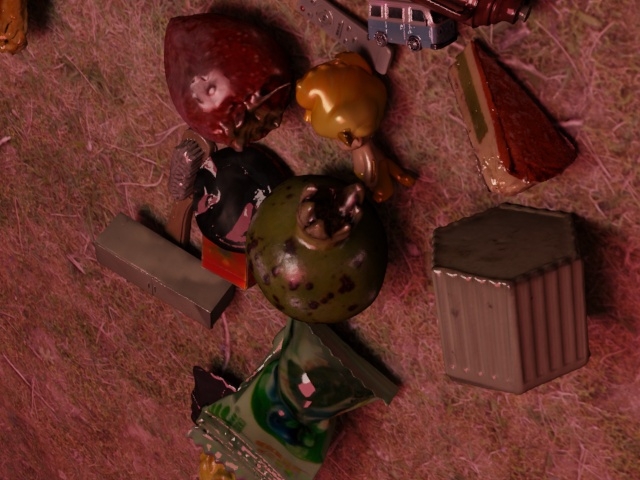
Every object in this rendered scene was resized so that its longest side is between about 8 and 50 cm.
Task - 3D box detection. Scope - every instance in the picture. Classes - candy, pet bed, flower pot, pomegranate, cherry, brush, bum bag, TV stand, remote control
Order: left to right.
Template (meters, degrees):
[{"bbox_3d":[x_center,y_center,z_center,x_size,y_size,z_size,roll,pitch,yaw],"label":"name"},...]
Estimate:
[{"bbox_3d":[-0.299,0.059,2.170,0.269,0.088,0.083,30,151,12],"label":"TV stand"},{"bbox_3d":[-0.262,-0.074,2.101,0.070,0.065,0.327,37,138,15],"label":"brush"},{"bbox_3d":[-0.220,0.348,2.365,0.123,0.060,0.248,37,139,18],"label":"bum bag"},{"bbox_3d":[-0.154,-0.266,1.779,0.249,0.175,0.192,44,129,11],"label":"cherry"},{"bbox_3d":[-0.135,-0.071,1.947,0.201,0.053,0.201,3,98,24],"label":"pet bed"},{"bbox_3d":[-0.060,0.312,2.070,0.263,0.172,0.398,42,113,9],"label":"candy"},{"bbox_3d":[0.009,0.015,1.761,0.242,0.242,0.306,60,166,-10],"label":"pomegranate"},{"bbox_3d":[0.039,-0.317,1.684,0.184,0.027,0.050,40,141,20],"label":"remote control"},{"bbox_3d":[0.272,0.079,1.617,0.209,0.239,0.190,-5,117,11],"label":"flower pot"}]

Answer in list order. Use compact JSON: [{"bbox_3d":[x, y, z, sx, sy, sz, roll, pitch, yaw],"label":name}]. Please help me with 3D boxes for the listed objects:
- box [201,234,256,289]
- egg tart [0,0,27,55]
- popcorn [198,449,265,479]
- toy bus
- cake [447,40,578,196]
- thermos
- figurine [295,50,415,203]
[{"bbox_3d":[-0.161,-0.007,2.065,0.112,0.048,0.175,26,132,24],"label":"box"},{"bbox_3d":[-0.626,-0.509,2.066,0.341,0.129,0.341,24,133,28],"label":"egg tart"},{"bbox_3d":[-0.136,0.469,2.277,0.181,0.216,0.235,49,121,52],"label":"popcorn"},{"bbox_3d":[0.127,-0.310,1.582,0.123,0.060,0.075,16,125,37],"label":"toy bus"},{"bbox_3d":[0.236,-0.155,1.552,0.220,0.116,0.086,48,145,3],"label":"cake"},{"bbox_3d":[0.167,-0.340,1.482,0.232,0.124,0.099,28,137,14],"label":"thermos"},{"bbox_3d":[0.054,-0.172,1.710,0.131,0.156,0.246,-25,125,6],"label":"figurine"}]
